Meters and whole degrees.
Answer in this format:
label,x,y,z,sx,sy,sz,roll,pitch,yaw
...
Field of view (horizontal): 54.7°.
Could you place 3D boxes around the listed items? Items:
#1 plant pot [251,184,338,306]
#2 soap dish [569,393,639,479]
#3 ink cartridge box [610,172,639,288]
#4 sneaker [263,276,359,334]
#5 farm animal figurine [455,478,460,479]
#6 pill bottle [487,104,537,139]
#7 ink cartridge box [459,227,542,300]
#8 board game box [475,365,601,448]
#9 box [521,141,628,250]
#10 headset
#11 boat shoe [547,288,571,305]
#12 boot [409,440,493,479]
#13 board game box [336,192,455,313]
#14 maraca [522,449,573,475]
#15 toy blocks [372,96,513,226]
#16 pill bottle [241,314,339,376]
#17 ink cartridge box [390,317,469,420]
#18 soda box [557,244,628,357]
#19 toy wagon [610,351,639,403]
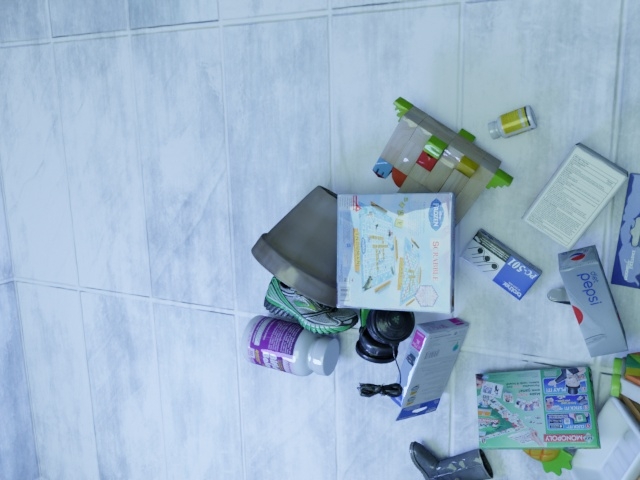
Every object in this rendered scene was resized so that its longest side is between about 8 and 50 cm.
label,x,y,z,sx,sy,sz,roll,pitch,yaw
plant pot,0.000,0.000,1.877,0.323,0.323,0.280,36,99,16
soap dish,0.791,0.579,1.621,0.118,0.229,0.290,17,111,-7
ink cartridge box,0.901,0.001,1.517,0.307,0.072,0.303,9,106,24
sneaker,-0.033,0.200,2.011,0.344,0.134,0.146,19,109,23
farm animal figurine,0.469,0.835,1.872,0.327,0.172,0.330,-30,103,12
pill bottle,0.510,-0.310,1.650,0.116,0.065,0.065,-18,93,29
ink cartridge box,0.508,0.066,1.748,0.207,0.046,0.097,38,117,15
board game box,0.598,0.471,1.730,0.317,0.046,0.213,-11,63,29
box,0.650,-0.115,1.586,0.149,0.127,0.232,37,115,15
headset,0.160,0.272,1.804,0.243,0.185,0.394,108,157,-48
boat shoe,0.682,0.156,1.682,0.125,0.038,0.046,1,77,17
boot,0.404,0.684,1.926,0.208,0.076,0.189,-29,102,36
board game box,0.203,0.030,1.680,0.318,0.066,0.318,2,92,22
maraca,0.633,0.581,1.763,0.185,0.099,0.127,52,132,18
toy blocks,0.306,-0.184,1.739,0.381,0.191,0.261,35,128,7
pill bottle,-0.097,0.356,2.060,0.302,0.169,0.169,9,105,26
ink cartridge box,0.316,0.382,1.839,0.065,0.186,0.311,33,116,45
soda box,0.699,0.159,1.589,0.098,0.091,0.286,-17,114,26
toy wagon,0.837,0.351,1.468,0.267,0.344,0.068,4,101,27
